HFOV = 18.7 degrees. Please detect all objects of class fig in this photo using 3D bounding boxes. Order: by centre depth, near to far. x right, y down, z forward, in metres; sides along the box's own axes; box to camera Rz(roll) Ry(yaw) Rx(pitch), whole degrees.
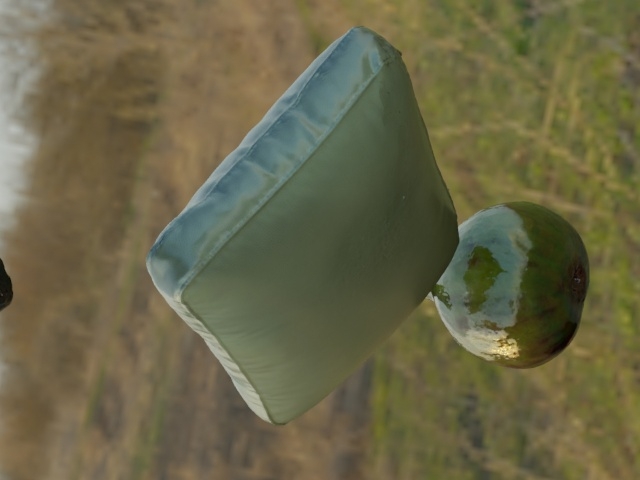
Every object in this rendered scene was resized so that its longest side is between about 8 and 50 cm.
[{"bbox_3d":[0.119,0.047,1.742,0.149,0.245,0.149,26,-120,-58],"label":"fig"}]

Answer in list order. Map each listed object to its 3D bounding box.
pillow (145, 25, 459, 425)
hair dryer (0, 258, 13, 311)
[{"bbox_3d":[0.000,0.000,1.517,0.255,0.120,0.322,-47,-25,-11],"label":"pillow"},{"bbox_3d":[-0.356,0.015,1.246,0.197,0.251,0.089,-40,-21,-35],"label":"hair dryer"}]
